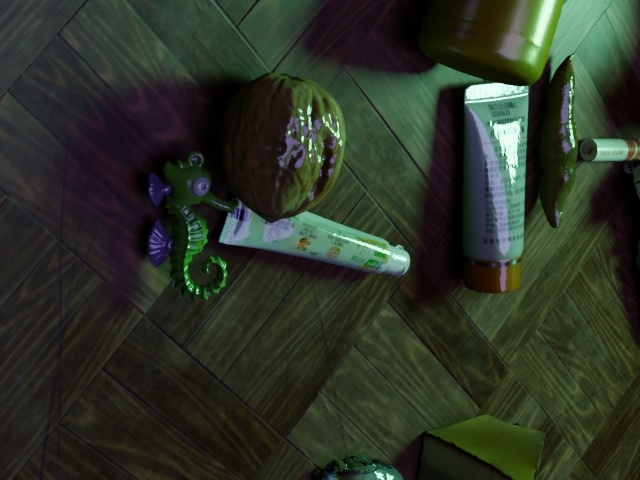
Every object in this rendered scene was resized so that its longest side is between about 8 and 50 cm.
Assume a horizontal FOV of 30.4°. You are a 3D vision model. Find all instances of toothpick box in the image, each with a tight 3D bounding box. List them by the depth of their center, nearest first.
[{"bbox_3d":[0.249,-0.357,1.575,0.175,0.175,0.271,17,92,-43],"label":"toothpick box"}]

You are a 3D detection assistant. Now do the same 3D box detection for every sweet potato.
[{"bbox_3d":[0.372,-0.154,1.833,0.067,0.067,0.274,-13,113,-37],"label":"sweet potato"}]

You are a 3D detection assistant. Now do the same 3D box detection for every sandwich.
[{"bbox_3d":[0.292,0.367,1.860,0.186,0.220,0.108,-6,109,-39],"label":"sandwich"}]

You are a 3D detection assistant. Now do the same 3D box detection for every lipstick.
[{"bbox_3d":[0.482,-0.149,1.943,0.130,0.038,0.038,-5,110,-39],"label":"lipstick"}]

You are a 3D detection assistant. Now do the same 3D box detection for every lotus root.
[{"bbox_3d":[0.067,0.366,1.766,0.165,0.088,0.088,28,88,-33],"label":"lotus root"}]

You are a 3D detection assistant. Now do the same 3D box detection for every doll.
[{"bbox_3d":[-0.156,-0.016,1.425,0.115,0.050,0.190,-2,109,-12],"label":"doll"}]

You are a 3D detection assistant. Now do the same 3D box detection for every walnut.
[{"bbox_3d":[-0.048,-0.111,1.433,0.155,0.155,0.184,-2,110,-40],"label":"walnut"}]

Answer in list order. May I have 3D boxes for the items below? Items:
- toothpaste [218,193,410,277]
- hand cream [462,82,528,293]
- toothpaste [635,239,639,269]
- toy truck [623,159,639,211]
[{"bbox_3d":[0.000,0.000,1.584,0.314,0.058,0.056,17,139,-39],"label":"toothpaste"},{"bbox_3d":[0.256,-0.079,1.748,0.139,0.089,0.314,-9,108,-39],"label":"hand cream"},{"bbox_3d":[0.618,0.111,2.158,0.075,0.048,0.301,-49,134,-29],"label":"toothpaste"},{"bbox_3d":[0.610,-0.055,2.038,0.101,0.125,0.242,-21,133,19],"label":"toy truck"}]
